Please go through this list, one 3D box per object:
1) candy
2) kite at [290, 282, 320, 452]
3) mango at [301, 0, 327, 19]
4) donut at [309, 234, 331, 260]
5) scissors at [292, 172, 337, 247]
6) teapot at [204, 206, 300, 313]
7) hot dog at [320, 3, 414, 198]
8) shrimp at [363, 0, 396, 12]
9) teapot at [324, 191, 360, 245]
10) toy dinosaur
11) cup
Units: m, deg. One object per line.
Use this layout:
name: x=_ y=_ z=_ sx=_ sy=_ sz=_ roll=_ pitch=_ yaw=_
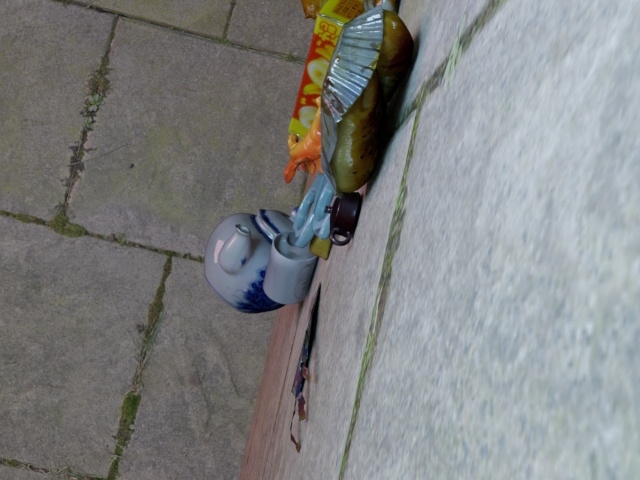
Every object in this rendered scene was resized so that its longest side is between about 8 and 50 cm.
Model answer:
candy: x=0.028 y=-0.318 z=1.295 sx=0.276 sy=0.088 sz=0.146 roll=109 pitch=-175 yaw=-52
kite: x=-0.028 y=0.198 z=1.162 sx=0.360 sy=0.022 sz=0.204 roll=-94 pitch=18 yaw=-79
mango: x=0.053 y=-0.568 z=1.523 sx=0.199 sy=0.201 sz=0.350 roll=-30 pitch=22 yaw=30
donut: x=0.000 y=0.000 z=1.281 sx=0.083 sy=0.038 sz=0.067 roll=-87 pitch=8 yaw=-59
scissors: x=0.035 y=-0.156 z=1.252 sx=0.191 sy=0.030 sz=0.360 roll=-24 pitch=44 yaw=64
teapot: x=-0.130 y=0.027 z=1.689 sx=0.280 sy=0.252 sz=0.424 roll=-48 pitch=-17 yaw=10
hot dog: x=0.049 y=-0.153 z=0.841 sx=0.270 sy=0.082 sz=0.162 roll=93 pitch=-164 yaw=-68
shrimp: x=0.092 y=-0.334 z=1.113 sx=0.161 sy=0.049 sz=0.165 roll=-128 pitch=45 yaw=-82
teapot: x=0.027 y=-0.035 z=0.971 sx=0.067 sy=0.045 sz=0.100 roll=106 pitch=176 yaw=-55
toy dinosaur: x=0.002 y=-0.180 z=1.224 sx=0.288 sy=0.071 sz=0.117 roll=-50 pitch=34 yaw=44
cup: x=-0.048 y=0.055 z=1.514 sx=0.099 sy=0.136 sz=0.133 roll=52 pitch=140 yaw=39
